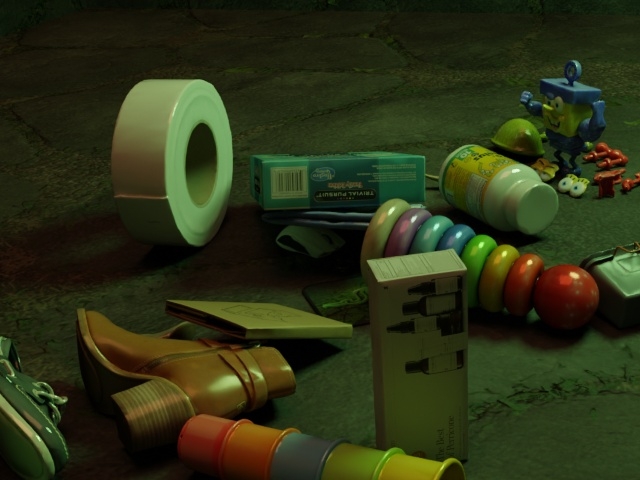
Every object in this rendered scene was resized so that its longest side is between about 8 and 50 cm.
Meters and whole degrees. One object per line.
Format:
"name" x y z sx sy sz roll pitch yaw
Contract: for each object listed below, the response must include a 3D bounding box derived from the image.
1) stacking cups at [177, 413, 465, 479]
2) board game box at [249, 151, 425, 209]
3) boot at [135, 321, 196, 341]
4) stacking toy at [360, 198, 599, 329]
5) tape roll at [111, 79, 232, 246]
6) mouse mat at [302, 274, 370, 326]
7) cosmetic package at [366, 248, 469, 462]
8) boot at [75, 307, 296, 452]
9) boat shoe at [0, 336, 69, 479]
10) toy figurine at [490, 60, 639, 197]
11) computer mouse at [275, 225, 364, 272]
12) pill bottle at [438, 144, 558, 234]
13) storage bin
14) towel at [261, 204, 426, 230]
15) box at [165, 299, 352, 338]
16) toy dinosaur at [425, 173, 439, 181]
"stacking cups" -0.013 0.248 1.078 0.316 0.096 0.096 5 25 28
"board game box" 0.017 -0.105 1.736 0.254 0.079 0.336 -2 6 -7
"boot" -0.236 0.141 1.414 0.087 0.042 0.118 4 24 25
"stacking toy" 0.230 0.043 1.451 0.330 0.141 0.141 16 30 24
"tape roll" -0.244 -0.130 1.737 0.100 0.286 0.286 3 25 16
"mouse mat" 0.080 0.083 1.535 0.190 0.007 0.152 -10 24 -15
"cosmetic package" 0.107 0.133 1.118 0.099 0.239 0.060 -7 24 -6
"boot" -0.180 0.147 1.301 0.220 0.109 0.283 -16 26 -26
"boat shoe" -0.362 0.188 1.236 0.099 0.116 0.319 -24 24 -29
"toy figurine" 0.476 -0.243 1.950 0.191 0.217 0.362 -12 25 -18
"computer mouse" 0.000 0.000 1.693 0.193 0.042 0.106 17 32 40
"pill bottle" 0.301 -0.083 1.737 0.118 0.117 0.208 -15 25 -23
"storage bin" 0.438 0.061 1.425 0.135 0.098 0.091 -13 35 -18
"towel" 0.048 -0.044 1.692 0.209 0.034 0.285 3 6 18
"box" -0.080 0.106 1.379 0.164 0.021 0.201 12 4 43
"toy dinosaur" 0.255 -0.109 1.912 0.183 0.053 0.092 4 8 1
